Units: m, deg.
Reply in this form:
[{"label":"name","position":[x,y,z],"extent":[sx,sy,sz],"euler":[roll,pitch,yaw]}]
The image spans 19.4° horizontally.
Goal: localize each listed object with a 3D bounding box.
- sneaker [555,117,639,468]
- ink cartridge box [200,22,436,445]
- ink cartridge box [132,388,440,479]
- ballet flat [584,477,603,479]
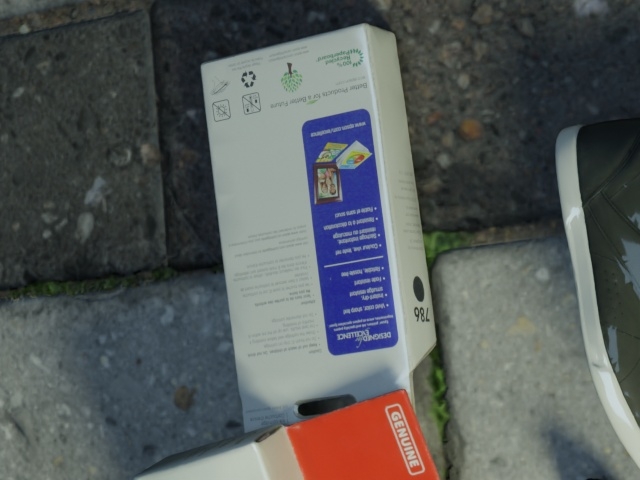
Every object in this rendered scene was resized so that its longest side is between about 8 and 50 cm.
[{"label":"sneaker","position":[0.273,0.036,1.371],"extent":[0.146,0.104,0.296],"euler":[-19,75,31]},{"label":"ink cartridge box","position":[0.000,0.000,1.542],"extent":[0.165,0.065,0.333],"euler":[-9,82,27]},{"label":"ink cartridge box","position":[0.003,0.280,1.491],"extent":[0.238,0.060,0.275],"euler":[-20,92,29]},{"label":"ballet flat","position":[0.242,0.256,1.408],"extent":[0.057,0.049,0.173],"euler":[-45,69,20]}]
